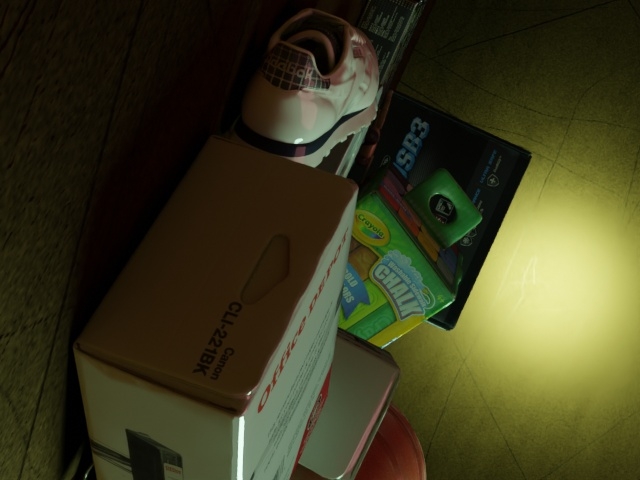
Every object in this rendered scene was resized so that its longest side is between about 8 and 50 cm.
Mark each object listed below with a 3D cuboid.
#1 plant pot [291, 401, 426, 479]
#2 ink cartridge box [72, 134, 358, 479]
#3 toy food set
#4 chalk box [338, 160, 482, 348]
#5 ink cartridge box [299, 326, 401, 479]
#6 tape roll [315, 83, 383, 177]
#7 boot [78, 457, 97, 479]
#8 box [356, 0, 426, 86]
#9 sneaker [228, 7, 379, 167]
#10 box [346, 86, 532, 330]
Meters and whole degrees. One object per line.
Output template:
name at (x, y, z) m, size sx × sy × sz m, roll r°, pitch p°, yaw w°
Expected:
plant pot at (-0.027, 0.337, 1.359) m, size 0.272 × 0.272 × 0.265 m, roll -66°, pitch 168°, yaw 19°
ink cartridge box at (-0.067, 0.094, 0.756) m, size 0.273 × 0.114 × 0.197 m, roll 98°, pitch 15°, yaw -50°
toy food set at (0.066, -0.138, 1.430) m, size 0.078 × 0.019 × 0.122 m, roll 112°, pitch -4°, yaw -52°
chalk box at (0.073, 0.024, 1.422) m, size 0.289 × 0.180 × 0.179 m, roll -37°, pitch -173°, yaw 19°
ink cartridge box at (-0.035, 0.132, 1.107) m, size 0.122 × 0.211 × 0.289 m, roll -64°, pitch 178°, yaw -2°
tape roll at (-0.009, -0.082, 1.162) m, size 0.219 × 0.072 × 0.219 m, roll 26°, pitch 90°, yaw -88°
boot at (-0.154, 0.158, 0.855) m, size 0.118 × 0.042 × 0.087 m, roll -66°, pitch 175°, yaw 23°
box at (0.056, -0.209, 1.430) m, size 0.216 × 0.060 × 0.270 m, roll -55°, pitch 170°, yaw -72°
sneaker at (0.003, -0.136, 0.831) m, size 0.235 × 0.090 × 0.095 m, roll -63°, pitch 168°, yaw -60°
box at (0.122, -0.056, 1.608) m, size 0.296 × 0.293 × 0.073 m, roll -64°, pitch 179°, yaw -4°
